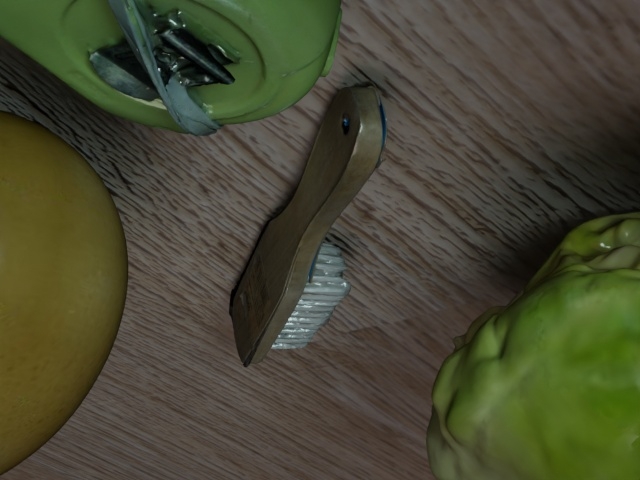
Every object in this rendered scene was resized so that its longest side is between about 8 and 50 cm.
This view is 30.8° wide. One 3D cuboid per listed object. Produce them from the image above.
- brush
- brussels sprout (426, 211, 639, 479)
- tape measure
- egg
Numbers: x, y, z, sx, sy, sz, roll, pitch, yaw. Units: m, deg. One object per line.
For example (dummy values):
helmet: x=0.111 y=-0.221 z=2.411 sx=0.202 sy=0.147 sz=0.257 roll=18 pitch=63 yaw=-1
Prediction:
brush: x=0.000 y=0.000 z=0.807 sx=0.065 sy=0.070 sz=0.327 roll=-1 pitch=151 yaw=-17
brussels sprout: x=0.238 y=0.102 z=0.724 sx=0.344 sy=0.268 sz=0.344 roll=26 pitch=149 yaw=17
tape measure: x=-0.077 y=-0.121 z=0.576 sx=0.175 sy=0.106 sz=0.200 roll=-7 pitch=147 yaw=33
egg: x=-0.262 y=0.041 z=0.766 sx=0.250 sy=0.250 sz=0.322 roll=32 pitch=138 yaw=-31
